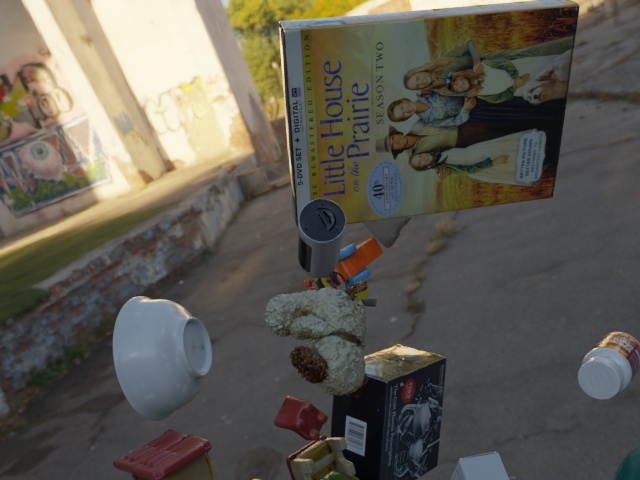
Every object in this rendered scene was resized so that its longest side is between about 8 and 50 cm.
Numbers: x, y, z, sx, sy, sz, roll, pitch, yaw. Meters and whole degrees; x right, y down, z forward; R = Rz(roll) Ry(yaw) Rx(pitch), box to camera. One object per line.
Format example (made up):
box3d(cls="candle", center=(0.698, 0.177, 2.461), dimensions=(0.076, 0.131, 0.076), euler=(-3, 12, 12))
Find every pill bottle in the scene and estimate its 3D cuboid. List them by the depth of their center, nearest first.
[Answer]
box3d(cls="pill bottle", center=(0.746, 0.322, 1.699), dimensions=(0.121, 0.121, 0.221), euler=(-10, 4, 38))

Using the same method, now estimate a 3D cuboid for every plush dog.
box3d(cls="plush dog", center=(0.032, 0.218, 1.390), dimensions=(0.211, 0.262, 0.225), euler=(-31, 47, 31))

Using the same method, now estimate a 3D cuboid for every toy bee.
box3d(cls="toy bee", center=(0.038, 0.074, 1.730), dimensions=(0.162, 0.195, 0.298), euler=(-28, -17, 32))

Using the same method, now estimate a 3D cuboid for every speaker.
box3d(cls="speaker", center=(0.000, 0.000, 0.805), dimensions=(0.055, 0.055, 0.136), euler=(-23, -18, -11))

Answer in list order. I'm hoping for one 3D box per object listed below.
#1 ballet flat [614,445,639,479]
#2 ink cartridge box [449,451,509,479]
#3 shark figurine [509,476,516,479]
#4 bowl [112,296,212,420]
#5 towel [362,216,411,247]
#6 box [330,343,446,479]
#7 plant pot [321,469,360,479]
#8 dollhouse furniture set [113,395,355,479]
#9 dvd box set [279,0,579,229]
box3d(cls="ballet flat", center=(0.388, 0.246, 0.705), dimensions=(0.077, 0.231, 0.077), euler=(15, 55, 12))
box3d(cls="ink cartridge box", center=(0.266, 0.457, 1.103), dimensions=(0.072, 0.175, 0.127), euler=(-6, 46, -11))
box3d(cls="shark figurine", center=(0.319, 0.599, 1.539), dimensions=(0.116, 0.166, 0.278), euler=(-54, -7, -46))
box3d(cls="bowl", center=(-0.345, 0.263, 1.551), dimensions=(0.134, 0.297, 0.298), euler=(-14, 15, 16))
box3d(cls="towel", center=(0.133, -0.123, 1.847), dimensions=(0.049, 0.282, 0.187), euler=(-34, -16, -27))
box3d(cls="box", center=(0.192, 0.499, 1.860), dimensions=(0.179, 0.343, 0.313), euler=(10, 10, 38))
box3d(cls="plant pot", center=(-0.082, 0.753, 1.568), dimensions=(0.367, 0.366, 0.353), euler=(-8, -12, 41))
box3d(cls="dollhouse furniture set", center=(-0.140, 0.402, 1.175), dimensions=(0.374, 0.201, 0.152), euler=(-21, 7, -39))
box3d(cls="dvd box set", center=(0.158, -0.184, 0.981), dimensions=(0.421, 0.307, 0.062), euler=(-7, 29, -9))
